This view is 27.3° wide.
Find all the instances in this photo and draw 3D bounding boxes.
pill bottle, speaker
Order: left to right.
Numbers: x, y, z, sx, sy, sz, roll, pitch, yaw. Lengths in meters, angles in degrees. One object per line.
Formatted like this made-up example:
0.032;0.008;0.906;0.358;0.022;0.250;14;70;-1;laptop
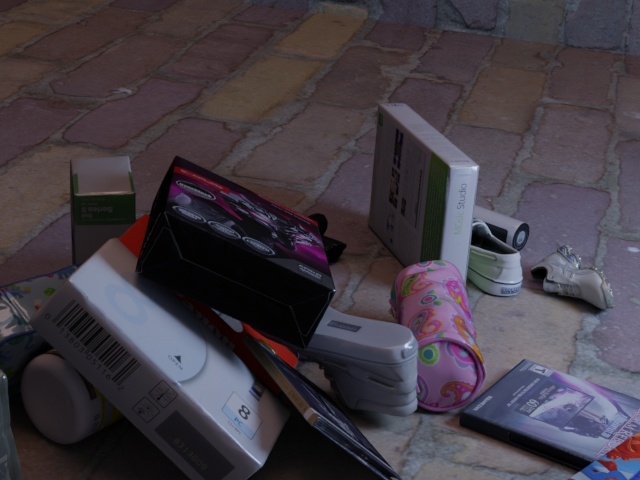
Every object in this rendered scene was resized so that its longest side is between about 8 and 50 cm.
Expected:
-0.266;0.168;1.678;0.117;0.117;0.215;20;27;31;pill bottle
0.298;-0.026;2.334;0.136;0.055;0.055;23;29;35;speaker

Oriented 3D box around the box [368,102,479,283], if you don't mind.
0.164;-0.071;2.185;0.058;0.232;0.322;-3;25;-17;box

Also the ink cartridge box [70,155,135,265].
-0.320;0.000;1.946;0.093;0.212;0.154;-4;25;-11;ink cartridge box

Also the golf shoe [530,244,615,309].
0.407;0.074;2.133;0.086;0.069;0.176;-23;27;-12;golf shoe

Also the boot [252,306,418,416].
0.013;0.160;1.750;0.258;0.123;0.095;14;31;34;boot

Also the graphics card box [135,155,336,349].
-0.112;0.005;1.725;0.233;0.094;0.371;26;12;-9;graphics card box

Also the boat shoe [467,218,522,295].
0.255;0.005;2.212;0.095;0.084;0.258;-10;27;-32;boat shoe

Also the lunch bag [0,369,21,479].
-0.514;0.213;1.467;0.287;0.169;0.235;14;27;39;lunch bag

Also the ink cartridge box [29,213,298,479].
-0.157;0.111;1.661;0.308;0.091;0.385;44;25;-5;ink cartridge box

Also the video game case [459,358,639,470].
0.350;0.243;1.746;0.274;0.026;0.196;17;26;29;video game case

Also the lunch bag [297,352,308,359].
0.004;0.136;1.895;0.071;0.053;0.083;3;32;2;lunch bag

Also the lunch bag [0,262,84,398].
-0.373;0.125;1.689;0.090;0.176;0.219;47;39;18;lunch bag

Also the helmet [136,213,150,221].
-0.193;0.022;1.991;0.162;0.169;0.169;-6;24;-7;helmet

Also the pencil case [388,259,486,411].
0.160;0.128;1.863;0.124;0.124;0.284;4;22;-3;pencil case

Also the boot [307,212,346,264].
0.000;-0.001;2.226;0.099;0.045;0.121;19;34;35;boot

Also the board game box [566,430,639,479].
0.440;0.309;1.416;0.308;0.086;0.302;17;28;41;board game box

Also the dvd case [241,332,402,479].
-0.001;0.209;1.633;0.164;0.018;0.221;41;0;-34;dvd case
